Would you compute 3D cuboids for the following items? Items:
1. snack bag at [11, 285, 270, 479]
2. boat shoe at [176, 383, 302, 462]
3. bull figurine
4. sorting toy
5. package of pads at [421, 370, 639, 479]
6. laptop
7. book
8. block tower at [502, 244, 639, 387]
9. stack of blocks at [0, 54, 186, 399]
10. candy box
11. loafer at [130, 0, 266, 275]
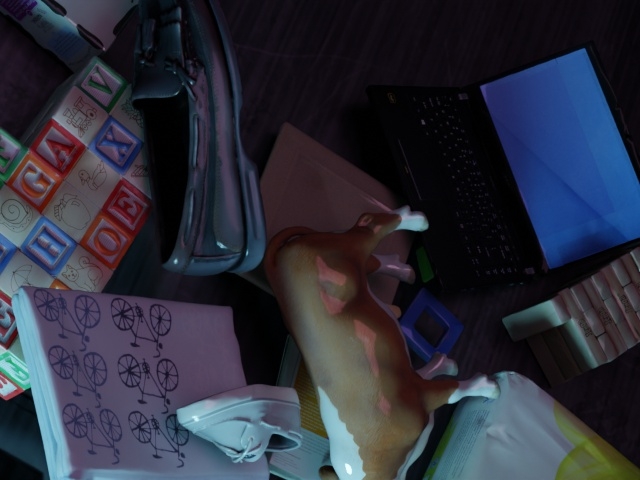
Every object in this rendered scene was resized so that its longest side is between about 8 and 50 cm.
[{"bbox_3d":[-0.134,0.211,1.681,0.323,0.037,0.343,12,61,-58],"label":"snack bag"},{"bbox_3d":[-0.069,0.170,1.732,0.184,0.066,0.063,17,54,-69],"label":"boat shoe"},{"bbox_3d":[0.054,0.120,1.829,0.188,0.101,0.310,-24,97,-31],"label":"bull figurine"},{"bbox_3d":[0.000,0.000,1.928,0.347,0.047,0.196,32,54,-20],"label":"sorting toy"},{"bbox_3d":[0.235,0.298,1.934,0.296,0.101,0.229,38,58,-16],"label":"package of pads"},{"bbox_3d":[0.209,-0.083,2.016,0.264,0.136,0.234,-4,69,-51],"label":"laptop"},{"bbox_3d":[0.000,0.170,1.875,0.096,0.035,0.144,27,61,-25],"label":"book"},{"bbox_3d":[0.355,0.050,2.104,0.335,0.091,0.097,-26,87,-35],"label":"block tower"},{"bbox_3d":[-0.261,-0.027,1.744,0.171,0.087,0.297,40,56,-16],"label":"stack of blocks"},{"bbox_3d":[-0.270,-0.295,1.845,0.233,0.071,0.159,41,56,-13],"label":"candy box"},{"bbox_3d":[-0.128,-0.114,1.746,0.095,0.109,0.303,-9,81,-32],"label":"loafer"}]
